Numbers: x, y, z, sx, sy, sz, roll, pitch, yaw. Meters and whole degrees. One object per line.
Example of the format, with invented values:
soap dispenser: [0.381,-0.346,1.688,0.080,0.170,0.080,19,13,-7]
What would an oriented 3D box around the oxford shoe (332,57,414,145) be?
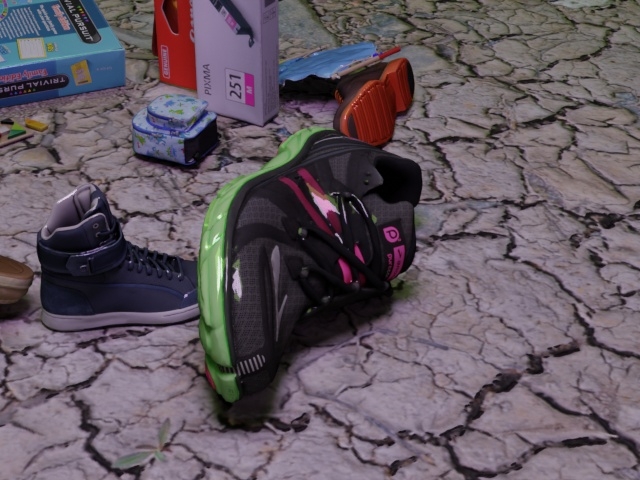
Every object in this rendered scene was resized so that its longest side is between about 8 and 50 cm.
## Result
oxford shoe: [0.065,-0.208,1.583,0.098,0.096,0.271,-3,23,25]

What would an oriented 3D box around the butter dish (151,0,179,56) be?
butter dish: [-0.199,-0.351,1.749,0.160,0.160,0.118,-13,59,-21]

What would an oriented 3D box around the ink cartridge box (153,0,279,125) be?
ink cartridge box: [-0.178,-0.336,1.581,0.239,0.275,0.060,17,37,23]

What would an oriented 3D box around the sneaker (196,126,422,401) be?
sneaker: [0.000,0.000,1.163,0.202,0.185,0.482,9,35,18]

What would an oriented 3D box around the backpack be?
backpack: [-0.218,-0.168,1.498,0.114,0.084,0.105,9,32,16]

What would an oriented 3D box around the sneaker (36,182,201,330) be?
sneaker: [-0.208,0.013,1.154,0.226,0.163,0.086,-8,33,-16]

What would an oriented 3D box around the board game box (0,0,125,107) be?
board game box: [-0.527,-0.327,1.697,0.336,0.079,0.253,-14,47,-23]

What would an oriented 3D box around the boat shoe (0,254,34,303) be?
boat shoe: [-0.473,0.054,1.164,0.285,0.089,0.104,4,7,0]

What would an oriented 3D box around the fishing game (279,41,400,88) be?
fishing game: [0.006,-0.286,1.683,0.189,0.041,0.264,-27,23,-26]

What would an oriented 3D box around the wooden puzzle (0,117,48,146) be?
wooden puzzle: [-0.482,-0.166,1.547,0.079,0.014,0.116,24,40,31]
